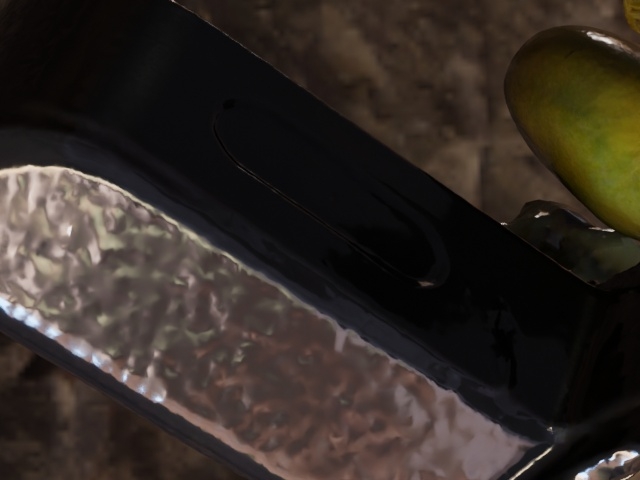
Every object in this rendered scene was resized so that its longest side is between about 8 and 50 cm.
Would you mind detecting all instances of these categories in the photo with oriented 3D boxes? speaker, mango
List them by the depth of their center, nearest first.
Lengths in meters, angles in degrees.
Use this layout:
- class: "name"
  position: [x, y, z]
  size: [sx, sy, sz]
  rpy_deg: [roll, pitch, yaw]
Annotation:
- class: "speaker"
  position: [0.000, 0.000, 0.889]
  size: [0.388, 0.184, 0.180]
  rpy_deg: [32, -136, -11]
- class: "mango"
  position: [0.153, -0.059, 0.974]
  size: [0.122, 0.191, 0.085]
  rpy_deg: [37, -91, -31]

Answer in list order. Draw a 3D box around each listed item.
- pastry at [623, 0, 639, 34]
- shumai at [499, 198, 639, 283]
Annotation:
- class: "pastry"
  position: [0.197, -0.119, 0.864]
  size: [0.057, 0.097, 0.109]
  rpy_deg: [63, 149, 27]
- class: "shumai"
  position: [0.097, 0.056, 1.212]
  size: [0.203, 0.222, 0.272]
  rpy_deg: [-57, -22, 17]
